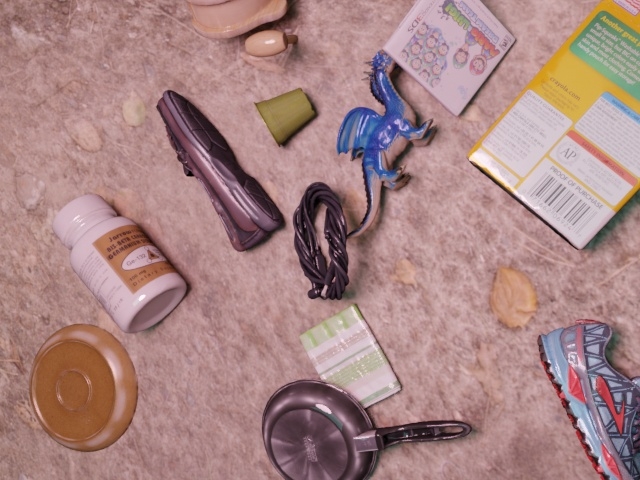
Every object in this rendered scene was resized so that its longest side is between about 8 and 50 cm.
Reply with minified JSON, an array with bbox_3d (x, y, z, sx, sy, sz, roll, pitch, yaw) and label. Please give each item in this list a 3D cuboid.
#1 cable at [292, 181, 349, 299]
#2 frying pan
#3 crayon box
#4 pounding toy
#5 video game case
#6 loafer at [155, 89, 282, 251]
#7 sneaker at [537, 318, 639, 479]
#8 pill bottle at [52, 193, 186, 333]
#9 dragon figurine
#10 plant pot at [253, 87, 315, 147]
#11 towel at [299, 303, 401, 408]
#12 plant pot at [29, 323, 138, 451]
[{"bbox_3d":[0.000,0.000,0.991,0.047,0.150,0.184,-3,87,-20],"label":"cable"},{"bbox_3d":[0.050,0.329,0.997,0.326,0.053,0.197,13,105,20],"label":"frying pan"},{"bbox_3d":[0.387,-0.171,0.889,0.203,0.083,0.323,43,102,15],"label":"crayon box"},{"bbox_3d":[-0.127,-0.377,1.037,0.154,0.154,0.269,-7,55,8],"label":"pounding toy"},{"bbox_3d":[0.188,-0.283,0.935,0.157,0.019,0.143,35,93,-26],"label":"video game case"},{"bbox_3d":[-0.189,-0.114,1.074,0.095,0.109,0.302,-42,79,17],"label":"loafer"},{"bbox_3d":[0.398,0.229,0.866,0.125,0.104,0.261,-27,81,14],"label":"sneaker"},{"bbox_3d":[-0.347,0.034,1.106,0.131,0.131,0.229,-46,76,12],"label":"pill bottle"},{"bbox_3d":[0.079,-0.150,0.991,0.144,0.085,0.289,31,98,17],"label":"dragon figurine"},{"bbox_3d":[-0.054,-0.206,1.047,0.079,0.083,0.083,-30,79,4],"label":"plant pot"},{"bbox_3d":[0.046,0.191,1.030,0.113,0.023,0.152,-31,77,13],"label":"towel"},{"bbox_3d":[-0.443,0.271,1.185,0.237,0.032,0.236,0,89,18],"label":"plant pot"}]
